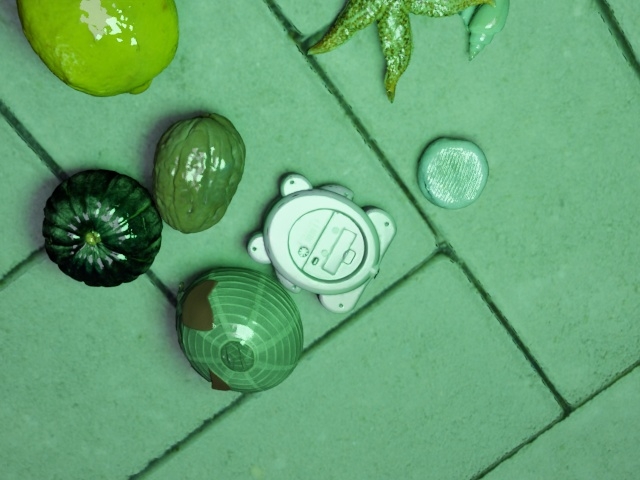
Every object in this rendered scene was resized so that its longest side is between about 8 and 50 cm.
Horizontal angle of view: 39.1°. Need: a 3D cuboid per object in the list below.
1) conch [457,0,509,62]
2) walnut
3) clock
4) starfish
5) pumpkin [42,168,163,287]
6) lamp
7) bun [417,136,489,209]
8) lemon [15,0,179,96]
[{"bbox_3d":[0.302,-0.416,1.667,0.065,0.088,0.180,8,106,-58],"label":"conch"},{"bbox_3d":[-0.224,-0.116,1.624,0.178,0.178,0.230,11,112,-12],"label":"walnut"},{"bbox_3d":[0.000,0.000,1.734,0.248,0.090,0.227,29,93,-12],"label":"clock"},{"bbox_3d":[0.104,-0.445,1.602,0.358,0.078,0.347,40,108,-11],"label":"starfish"},{"bbox_3d":[-0.396,-0.021,1.639,0.221,0.162,0.220,0,103,2],"label":"pumpkin"},{"bbox_3d":[-0.154,0.168,1.705,0.233,0.233,0.265,-26,106,1],"label":"lamp"},{"bbox_3d":[0.254,-0.131,1.742,0.141,0.083,0.140,0,102,-1],"label":"bun"},{"bbox_3d":[-0.363,-0.373,1.478,0.261,0.260,0.283,-6,109,-6],"label":"lemon"}]
